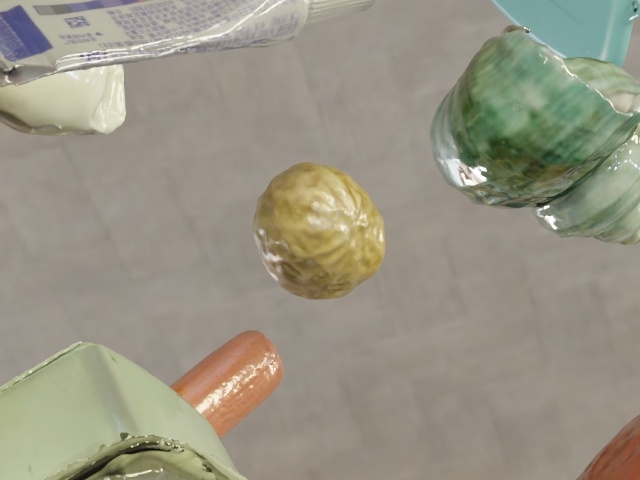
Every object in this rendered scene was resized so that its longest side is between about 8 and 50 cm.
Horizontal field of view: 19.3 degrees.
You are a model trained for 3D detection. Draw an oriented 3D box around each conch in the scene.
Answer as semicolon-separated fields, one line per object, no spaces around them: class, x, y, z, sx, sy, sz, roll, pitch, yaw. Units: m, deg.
conch;0.202;-0.090;1.610;0.220;0.195;0.277;8;145;47

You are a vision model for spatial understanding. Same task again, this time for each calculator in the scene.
calculator;0.256;-0.342;2.112;0.054;0.386;0.256;-12;127;-23

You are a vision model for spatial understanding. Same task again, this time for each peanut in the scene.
peanut;0.000;0.000;1.532;0.108;0.095;0.226;27;170;5

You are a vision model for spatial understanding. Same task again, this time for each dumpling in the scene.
dumpling;-0.240;-0.170;1.626;0.176;0.150;0.092;19;163;-8

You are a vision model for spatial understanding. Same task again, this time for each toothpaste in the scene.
toothpaste;-0.093;-0.150;1.233;0.282;0.068;0.099;-14;-171;-24

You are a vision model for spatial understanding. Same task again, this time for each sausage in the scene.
sausage;-0.096;0.137;1.579;0.154;0.062;0.062;-39;156;-30

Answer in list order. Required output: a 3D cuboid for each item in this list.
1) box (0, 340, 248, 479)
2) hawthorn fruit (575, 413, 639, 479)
box;-0.178;0.211;1.160;0.290;0.166;0.220;-33;147;8
hawthorn fruit;0.276;0.268;0.779;0.472;0.472;0.472;-9;144;-6
